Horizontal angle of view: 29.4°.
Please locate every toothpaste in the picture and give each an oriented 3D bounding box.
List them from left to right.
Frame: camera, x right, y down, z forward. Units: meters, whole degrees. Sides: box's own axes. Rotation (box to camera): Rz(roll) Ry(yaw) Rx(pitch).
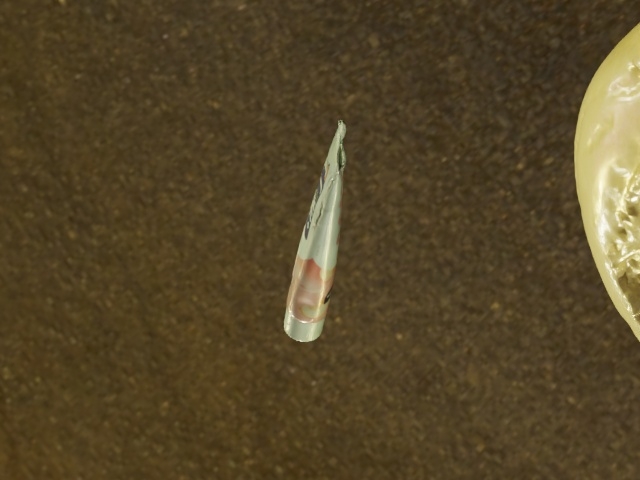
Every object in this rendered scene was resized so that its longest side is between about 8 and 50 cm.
[{"bbox_3d":[0.000,0.000,0.983,0.036,0.056,0.205,6,132,-6],"label":"toothpaste"}]

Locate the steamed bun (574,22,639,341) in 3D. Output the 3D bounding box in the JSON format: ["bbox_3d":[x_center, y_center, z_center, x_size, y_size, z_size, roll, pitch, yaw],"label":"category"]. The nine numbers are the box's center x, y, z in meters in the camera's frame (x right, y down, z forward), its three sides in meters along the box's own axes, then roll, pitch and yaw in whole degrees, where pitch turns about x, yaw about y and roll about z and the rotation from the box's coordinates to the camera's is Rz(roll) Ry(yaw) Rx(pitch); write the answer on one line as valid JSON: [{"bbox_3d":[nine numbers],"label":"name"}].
[{"bbox_3d":[0.256,-0.037,0.665,0.166,0.232,0.273,12,138,49],"label":"steamed bun"}]
